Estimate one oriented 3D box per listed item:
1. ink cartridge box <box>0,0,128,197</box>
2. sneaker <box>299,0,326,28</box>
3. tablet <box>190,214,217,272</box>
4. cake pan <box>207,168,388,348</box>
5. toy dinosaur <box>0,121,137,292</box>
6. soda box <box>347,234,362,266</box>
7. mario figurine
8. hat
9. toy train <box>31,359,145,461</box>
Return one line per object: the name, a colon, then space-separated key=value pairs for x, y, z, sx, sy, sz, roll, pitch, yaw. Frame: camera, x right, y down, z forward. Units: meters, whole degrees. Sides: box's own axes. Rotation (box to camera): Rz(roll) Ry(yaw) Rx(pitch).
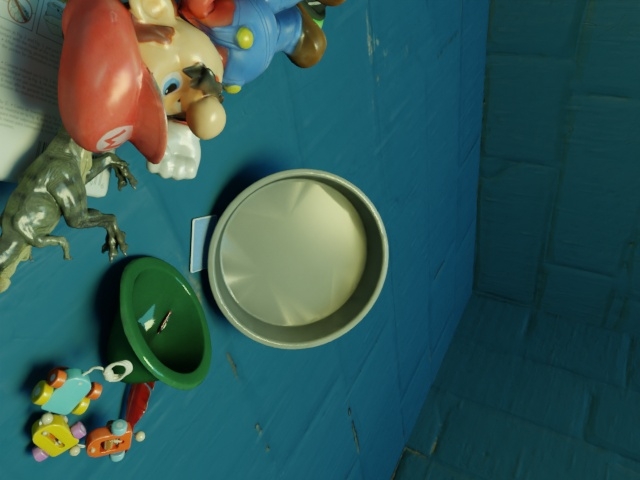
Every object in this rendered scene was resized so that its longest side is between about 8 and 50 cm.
ink cartridge box: x=-0.285 y=-0.175 z=0.446 sx=0.275 sy=0.060 sz=0.239 roll=9 pitch=94 yaw=-63
sneaker: x=-0.095 y=-0.389 z=0.547 sx=0.202 sy=0.185 sz=0.482 roll=-57 pitch=165 yaw=10
tablet: x=-0.178 y=0.004 z=0.797 sx=0.054 sy=0.006 sz=0.084 roll=-20 pitch=119 yaw=-59
cake pan: x=-0.035 y=0.029 z=0.847 sx=0.054 sy=0.292 sz=0.294 roll=-141 pitch=-122 yaw=-71
toy dinosaur: x=-0.229 y=-0.050 z=0.491 sx=0.118 sy=0.063 sz=0.269 roll=37 pitch=67 yaw=-55
soda box: x=0.000 y=0.000 z=0.956 sx=0.053 sy=0.168 sz=0.060 roll=-14 pitch=115 yaw=-64
mario figurine: x=-0.082 y=-0.160 z=0.486 sx=0.320 sy=0.170 sz=0.198 roll=-42 pitch=135 yaw=-36
hat: x=-0.264 y=0.150 z=0.689 sx=0.173 sy=0.183 sz=0.209 roll=37 pitch=31 yaw=-59
toy train: x=-0.275 y=0.199 z=0.620 sx=0.125 sy=0.046 sz=0.167 roll=-7 pitch=124 yaw=-30
